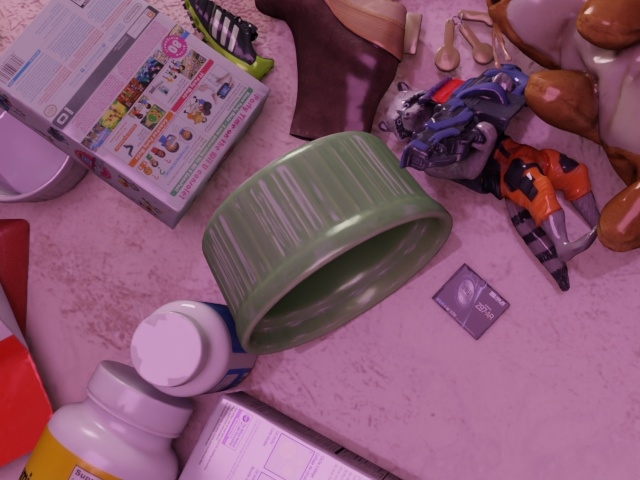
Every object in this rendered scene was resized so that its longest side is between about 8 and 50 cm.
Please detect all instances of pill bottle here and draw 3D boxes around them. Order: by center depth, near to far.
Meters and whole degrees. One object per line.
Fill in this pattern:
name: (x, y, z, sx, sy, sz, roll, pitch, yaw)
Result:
pill bottle: (-0.165, 0.139, 1.310, 0.124, 0.221, 0.124, -1, 83, 10)
pill bottle: (-0.306, 0.338, 1.333, 0.187, 0.188, 0.334, 27, 89, 12)

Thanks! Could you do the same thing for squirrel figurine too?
squirrel figurine: (0.398, -0.229, 1.236, 0.370, 0.396, 0.281, 48, 136, 36)

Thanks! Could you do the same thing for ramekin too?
ramekin: (0.000, 0.000, 1.262, 0.303, 0.303, 0.148, -34, 72, 5)
ramekin: (-0.423, -0.151, 1.447, 0.207, 0.109, 0.207, -1, 85, 10)

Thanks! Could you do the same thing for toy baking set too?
toy baking set: (0.188, -0.344, 1.394, 0.196, 0.030, 0.256, 34, 86, 11)

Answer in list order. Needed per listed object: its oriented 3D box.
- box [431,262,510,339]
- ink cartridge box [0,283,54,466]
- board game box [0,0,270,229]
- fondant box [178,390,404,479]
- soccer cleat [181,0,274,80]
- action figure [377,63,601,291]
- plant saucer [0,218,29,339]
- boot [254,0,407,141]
box: (0.202, 0.082, 1.352, 0.083, 0.018, 0.067, 44, 93, 12)
ink cartridge box: (-0.577, 0.164, 1.404, 0.308, 0.091, 0.385, -27, 79, 7)
board game box: (-0.255, -0.195, 1.354, 0.303, 0.097, 0.224, 35, 70, -3)
fondant box: (-0.033, 0.380, 1.325, 0.330, 0.096, 0.238, 27, 89, 13)
soccer cleat: (-0.135, -0.301, 1.440, 0.072, 0.060, 0.179, -35, 85, -5)
action figure: (0.204, -0.082, 1.268, 0.330, 0.341, 0.179, 38, 130, 19)
plant saucer: (-0.561, 0.096, 1.478, 0.258, 0.048, 0.259, -1, 83, 10)
boot: (-0.013, -0.244, 1.376, 0.248, 0.090, 0.207, 18, 88, 26)
